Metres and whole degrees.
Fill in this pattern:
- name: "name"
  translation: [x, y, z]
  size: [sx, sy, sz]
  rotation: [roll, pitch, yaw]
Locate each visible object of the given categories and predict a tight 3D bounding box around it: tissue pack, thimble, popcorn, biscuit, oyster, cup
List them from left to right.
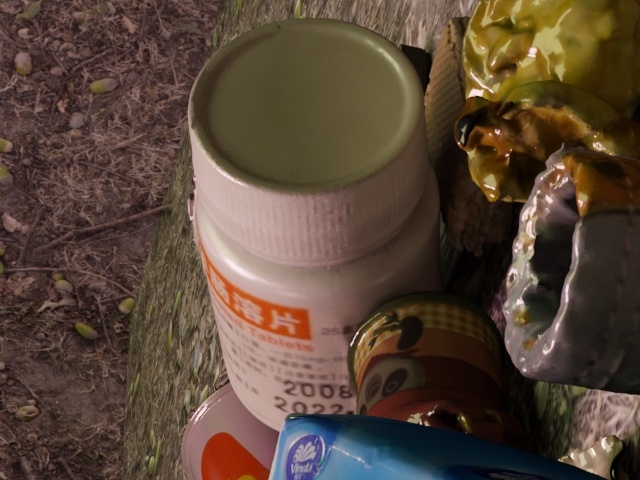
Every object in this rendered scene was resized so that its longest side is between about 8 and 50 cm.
- name: "cup"
  translation: [-0.022, 0.284, 1.866]
  size: [0.288, 0.203, 0.203]
  rotation: [-110, 31, -53]
- name: "biscuit"
  translation: [0.137, -0.098, 1.698]
  size: [0.239, 0.062, 0.108]
  rotation: [-95, 17, -53]
- name: "tissue pack"
  translation: [0.103, 0.201, 1.161]
  size: [0.263, 0.198, 0.146]
  rotation: [14, 92, 64]
- name: "popcorn"
  translation: [0.179, -0.118, 1.353]
  size: [0.168, 0.173, 0.195]
  rotation: [-47, 18, 28]
- name: "oyster"
  translation: [0.182, 0.196, 1.285]
  size: [0.146, 0.045, 0.121]
  rotation: [-114, 35, -67]
- name: "thimble"
  translation: [0.192, 0.022, 1.211]
  size: [0.127, 0.118, 0.151]
  rotation: [-105, 26, -63]

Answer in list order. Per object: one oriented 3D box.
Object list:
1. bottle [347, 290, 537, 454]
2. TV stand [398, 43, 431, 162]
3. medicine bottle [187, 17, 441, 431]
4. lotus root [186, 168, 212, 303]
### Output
- name: "bottle"
  translation: [0.097, 0.161, 1.487]
  size: [0.271, 0.143, 0.156]
  rotation: [-93, -8, -55]
- name: "TV stand"
  translation: [0.091, -0.089, 1.950]
  size: [0.049, 0.040, 0.256]
  rotation: [113, 162, -51]
- name: "medicine bottle"
  translation: [0.000, 0.000, 1.655]
  size: [0.371, 0.211, 0.211]
  rotation: [83, -174, -53]
- name: "lotus root"
  translation: [-0.033, -0.026, 2.135]
  size: [0.272, 0.192, 0.272]
  rotation: [-172, 90, -68]
